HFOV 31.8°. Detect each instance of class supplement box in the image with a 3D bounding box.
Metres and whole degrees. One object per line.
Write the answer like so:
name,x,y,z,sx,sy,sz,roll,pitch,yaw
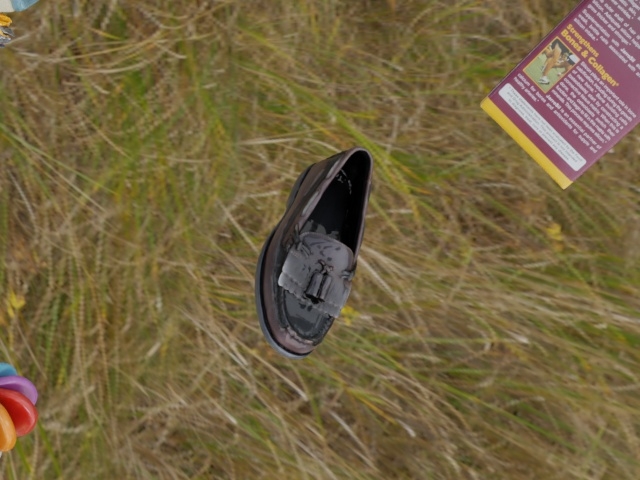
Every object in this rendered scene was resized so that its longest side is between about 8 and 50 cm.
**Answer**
supplement box,0.237,-0.148,0.924,0.104,0.081,0.188,45,118,1

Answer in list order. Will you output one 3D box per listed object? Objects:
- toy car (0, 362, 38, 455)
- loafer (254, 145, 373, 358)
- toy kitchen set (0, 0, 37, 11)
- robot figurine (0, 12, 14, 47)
toy car,-0.505,0.255,1.733,0.136,0.182,0.159,-6,123,-16
loafer,0.000,0.000,1.337,0.109,0.095,0.302,34,44,-20
toy kitchen set,-0.236,-0.204,0.686,0.122,0.207,0.166,-4,115,16
robot figurine,-0.361,-0.272,0.933,0.211,0.085,0.291,-43,83,15
